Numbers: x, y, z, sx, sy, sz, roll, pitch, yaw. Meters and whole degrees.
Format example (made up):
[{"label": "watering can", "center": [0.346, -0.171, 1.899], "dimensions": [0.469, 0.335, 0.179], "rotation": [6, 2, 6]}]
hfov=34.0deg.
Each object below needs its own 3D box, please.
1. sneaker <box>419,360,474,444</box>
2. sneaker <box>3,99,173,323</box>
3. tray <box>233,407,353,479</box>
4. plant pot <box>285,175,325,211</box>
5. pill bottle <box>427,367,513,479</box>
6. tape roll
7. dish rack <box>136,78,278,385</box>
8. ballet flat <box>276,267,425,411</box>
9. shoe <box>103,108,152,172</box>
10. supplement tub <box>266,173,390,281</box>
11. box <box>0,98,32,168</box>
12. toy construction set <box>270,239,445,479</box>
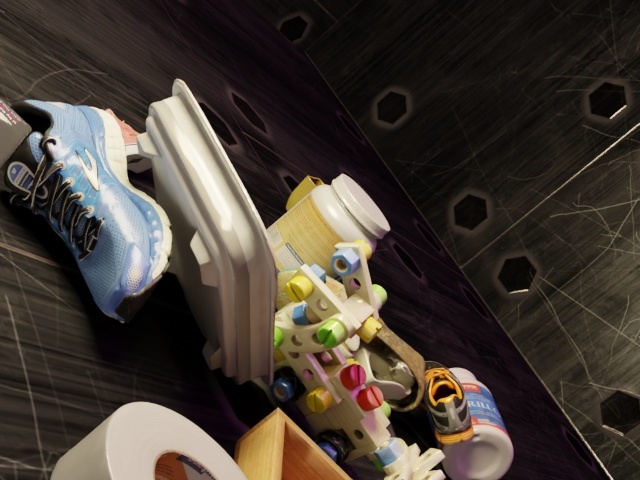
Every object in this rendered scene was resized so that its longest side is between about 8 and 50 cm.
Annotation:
[{"label": "sneaker", "center": [0.205, 0.253, 1.758], "dimensions": [0.215, 0.084, 0.083], "rotation": [-117, -170, -66]}, {"label": "sneaker", "center": [-0.276, -0.039, 1.157], "dimensions": [0.147, 0.129, 0.330], "rotation": [14, 32, -45]}, {"label": "tray", "center": [0.063, 0.386, 1.135], "dimensions": [0.411, 0.076, 0.203], "rotation": [47, 13, -15]}, {"label": "plant pot", "center": [-0.021, -0.072, 2.109], "dimensions": [0.081, 0.083, 0.081], "rotation": [52, 12, 12]}, {"label": "pill bottle", "center": [0.255, 0.319, 1.838], "dimensions": [0.124, 0.124, 0.221], "rotation": [44, 13, -22]}, {"label": "tape roll", "center": [-0.127, 0.247, 0.896], "dimensions": [0.219, 0.072, 0.219], "rotation": [47, 13, -14]}, {"label": "dish rack", "center": [-0.139, 0.009, 1.232], "dimensions": [0.285, 0.072, 0.332], "rotation": [59, -19, 29]}, {"label": "ballet flat", "center": [0.053, 0.167, 1.648], "dimensions": [0.348, 0.123, 0.123], "rotation": [40, 16, -35]}, {"label": "shoe", "center": [-0.280, -0.145, 1.503], "dimensions": [0.081, 0.063, 0.178], "rotation": [56, 18, 5]}, {"label": "supplement tub", "center": [0.000, 0.000, 1.720], "dimensions": [0.144, 0.200, 0.144], "rotation": [46, 14, -15]}, {"label": "box", "center": [-0.347, -0.046, 0.778], "dimensions": [0.143, 0.165, 0.270], "rotation": [46, 13, -18]}, {"label": "toy construction set", "center": [0.042, 0.180, 1.304], "dimensions": [0.151, 0.215, 0.327], "rotation": [-15, 78, -49]}]
